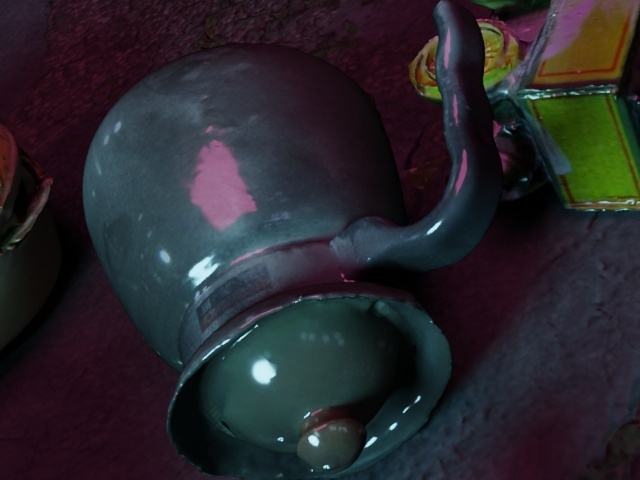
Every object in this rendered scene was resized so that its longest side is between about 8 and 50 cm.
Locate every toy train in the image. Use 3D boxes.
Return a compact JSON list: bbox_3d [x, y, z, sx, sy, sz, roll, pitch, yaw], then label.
[{"bbox_3d":[0.177,-0.133,0.826,0.177,0.134,0.261,0,50,33],"label":"toy train"}]

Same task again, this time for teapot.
[{"bbox_3d":[0.005,0.015,0.739,0.305,0.223,0.285,-27,48,7],"label":"teapot"}]

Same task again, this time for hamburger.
[{"bbox_3d":[-0.377,0.008,1.007,0.301,0.170,0.302,-17,37,13],"label":"hamburger"}]
